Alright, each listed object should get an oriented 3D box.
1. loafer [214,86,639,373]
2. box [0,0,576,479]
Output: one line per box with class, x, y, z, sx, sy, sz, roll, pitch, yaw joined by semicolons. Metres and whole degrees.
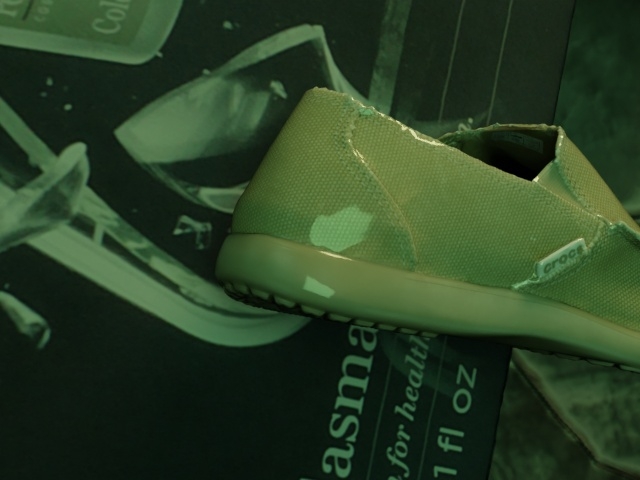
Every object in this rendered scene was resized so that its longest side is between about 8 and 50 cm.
loafer;0.087;0.000;0.525;0.268;0.102;0.092;10;91;-34
box;-0.164;-0.046;0.600;0.471;0.297;0.480;15;81;-29
